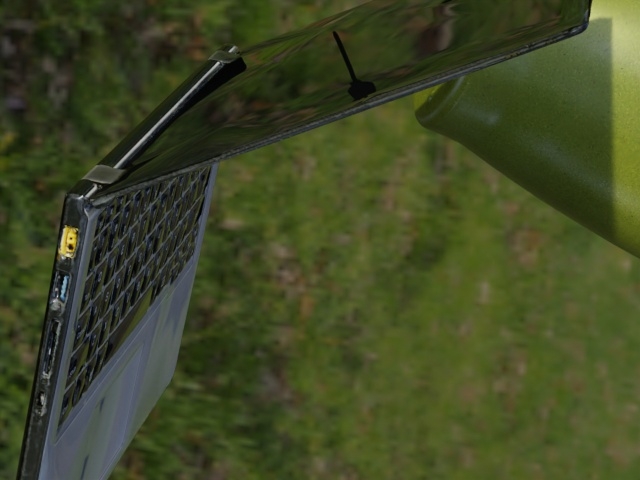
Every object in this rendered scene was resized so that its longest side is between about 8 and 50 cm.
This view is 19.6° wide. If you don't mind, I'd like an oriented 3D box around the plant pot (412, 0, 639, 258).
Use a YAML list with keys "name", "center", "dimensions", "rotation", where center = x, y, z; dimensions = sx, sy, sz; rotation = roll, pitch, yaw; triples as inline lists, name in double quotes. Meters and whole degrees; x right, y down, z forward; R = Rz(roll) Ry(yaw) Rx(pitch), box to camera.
- name: "plant pot"
  center: [0.281, -0.157, 1.610]
  dimensions: [0.353, 0.366, 0.366]
  rotation: [19, 74, -11]

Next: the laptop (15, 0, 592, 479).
- name: "laptop"
  center: [0.000, 0.000, 1.116]
  dimensions: [0.382, 0.236, 0.408]
  rotation: [-60, 164, -70]
